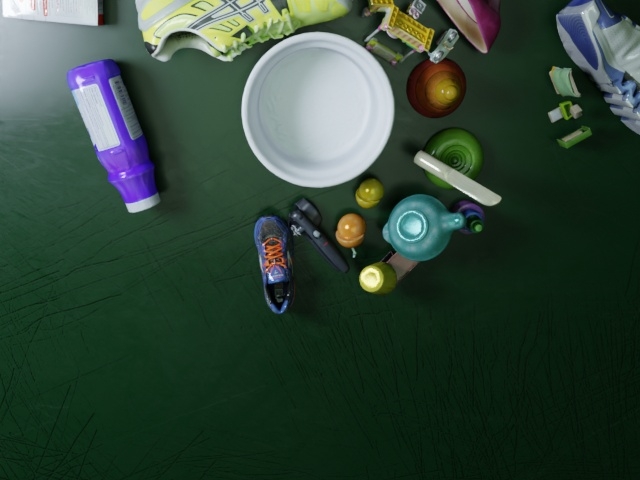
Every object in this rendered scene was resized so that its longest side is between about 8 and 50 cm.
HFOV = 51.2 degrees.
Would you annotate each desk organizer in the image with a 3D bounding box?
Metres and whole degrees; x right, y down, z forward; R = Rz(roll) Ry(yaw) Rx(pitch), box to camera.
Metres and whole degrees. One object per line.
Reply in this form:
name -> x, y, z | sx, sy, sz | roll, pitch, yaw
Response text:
desk organizer -> 0.183, 0.029, 1.411 | 0.050, 0.047, 0.130 | 42, 99, -11

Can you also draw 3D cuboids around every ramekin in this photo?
ramekin -> -0.007, -0.249, 1.261 | 0.277, 0.135, 0.277 | -1, 107, -3

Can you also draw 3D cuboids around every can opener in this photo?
can opener -> 0.000, 0.000, 1.377 | 0.073, 0.059, 0.186 | -41, 110, -7

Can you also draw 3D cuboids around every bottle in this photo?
bottle -> -0.382, -0.194, 1.260 | 0.092, 0.118, 0.283 | -17, 109, -1

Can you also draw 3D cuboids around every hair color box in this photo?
hair color box -> -0.482, -0.443, 1.206 | 0.167, 0.053, 0.093 | 3, 109, -7

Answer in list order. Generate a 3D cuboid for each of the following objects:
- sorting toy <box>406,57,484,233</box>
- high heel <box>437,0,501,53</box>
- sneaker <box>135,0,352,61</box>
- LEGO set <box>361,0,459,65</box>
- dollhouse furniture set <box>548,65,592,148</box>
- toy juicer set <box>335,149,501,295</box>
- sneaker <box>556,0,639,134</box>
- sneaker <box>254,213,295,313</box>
sorting toy -> 0.269, -0.173, 1.312 | 0.127, 0.126, 0.366 | -16, 107, 1
high heel -> 0.234, -0.430, 1.219 | 0.244, 0.082, 0.117 | 9, 91, -36
sneaker -> -0.133, -0.392, 1.187 | 0.384, 0.145, 0.147 | -2, 84, 7
LEGO set -> 0.120, -0.432, 1.251 | 0.287, 0.107, 0.132 | 46, 64, -11
dollhouse furniture set -> 0.479, -0.265, 1.324 | 0.058, 0.076, 0.152 | -28, 108, 4
toy juicer set -> 0.176, -0.056, 1.342 | 0.329, 0.089, 0.209 | -40, 72, 19
sneaker -> 0.606, -0.373, 1.285 | 0.182, 0.127, 0.315 | -43, 113, 5
sneaker -> -0.087, 0.053, 1.377 | 0.083, 0.087, 0.221 | -10, 108, -2
